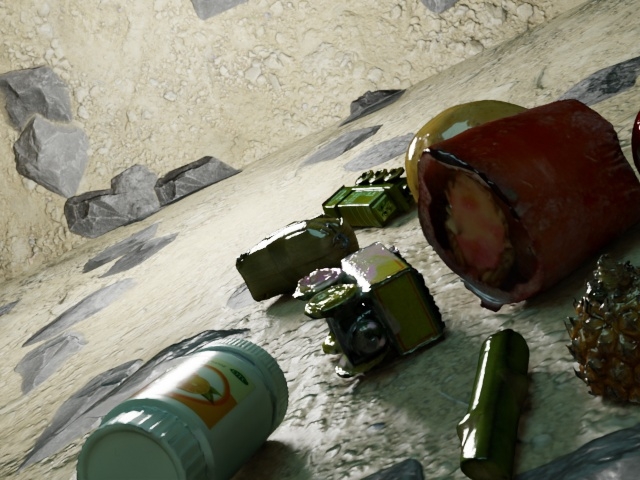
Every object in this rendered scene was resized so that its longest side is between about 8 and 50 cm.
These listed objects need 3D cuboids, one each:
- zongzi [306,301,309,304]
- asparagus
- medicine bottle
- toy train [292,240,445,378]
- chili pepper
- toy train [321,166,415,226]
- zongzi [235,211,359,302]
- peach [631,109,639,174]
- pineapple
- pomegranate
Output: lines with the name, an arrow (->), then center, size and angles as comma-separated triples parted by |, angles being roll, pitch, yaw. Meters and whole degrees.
zongzi -> 0.001, 0.113, 1.723 | 0.113, 0.052, 0.104 | -34, 15, 32
asparagus -> 0.192, 0.184, 1.093 | 0.067, 0.060, 0.277 | -1, 23, 18
medicine bottle -> -0.162, 0.236, 1.233 | 0.158, 0.158, 0.318 | -23, 4, 19
toy train -> 0.067, 0.096, 1.466 | 0.177, 0.134, 0.261 | -28, 15, -3
chili pepper -> 0.315, -0.074, 1.411 | 0.305, 0.229, 0.251 | -28, 45, -19
toy train -> 0.112, -0.087, 2.135 | 0.137, 0.090, 0.225 | -41, 18, -22
zongzi -> 0.000, 0.000, 1.966 | 0.251, 0.125, 0.274 | -18, 11, 37
peach -> 0.532, -0.143, 1.355 | 0.226, 0.190, 0.196 | -33, -13, -46
pineapple -> 0.330, 0.073, 1.058 | 0.161, 0.137, 0.176 | -23, 16, 20
pomegranate -> 0.266, -0.120, 1.657 | 0.260, 0.260, 0.260 | -26, 14, 7
